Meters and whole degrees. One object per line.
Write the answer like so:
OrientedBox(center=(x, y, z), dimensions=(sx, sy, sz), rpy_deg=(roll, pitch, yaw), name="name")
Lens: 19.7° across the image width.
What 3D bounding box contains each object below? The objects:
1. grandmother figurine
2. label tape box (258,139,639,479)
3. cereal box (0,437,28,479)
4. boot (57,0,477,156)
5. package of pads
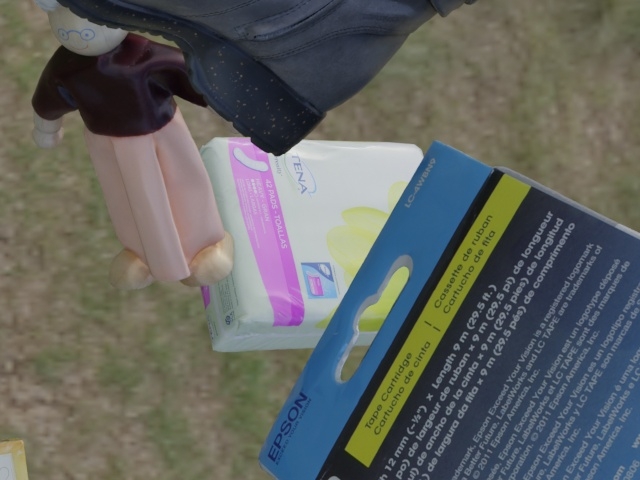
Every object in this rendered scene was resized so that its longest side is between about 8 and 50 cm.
OrientedBox(center=(-0.161, -0.108, 1.589), dimensions=(0.104, 0.208, 0.342), rpy_deg=(-87, 164, -50), name="grandmother figurine")
OrientedBox(center=(0.139, 0.113, 1.083), dimensions=(0.115, 0.348, 0.249), rpy_deg=(28, 92, -38), name="label tape box")
OrientedBox(center=(-0.336, 0.307, 1.642), dimensions=(0.173, 0.047, 0.240), rpy_deg=(-7, 88, -13), name="cereal box")
OrientedBox(center=(-0.027, -0.195, 0.960), dimensions=(0.338, 0.223, 0.118), rpy_deg=(32, 28, -52), name="boot")
OrientedBox(center=(0.000, 0.000, 2.026), dimensions=(0.297, 0.101, 0.229), rpy_deg=(1, 63, -31), name="package of pads")
